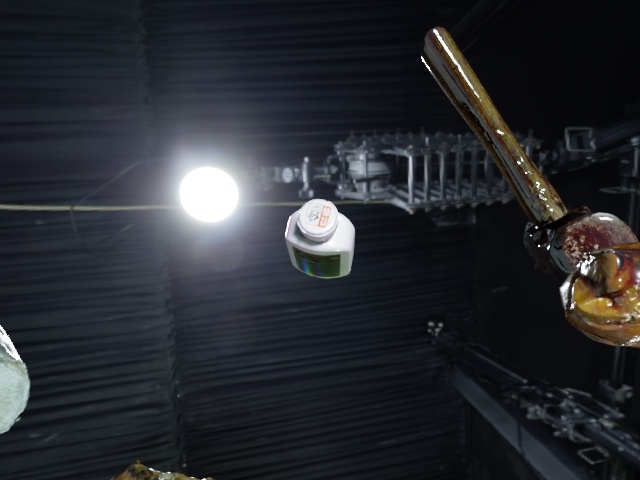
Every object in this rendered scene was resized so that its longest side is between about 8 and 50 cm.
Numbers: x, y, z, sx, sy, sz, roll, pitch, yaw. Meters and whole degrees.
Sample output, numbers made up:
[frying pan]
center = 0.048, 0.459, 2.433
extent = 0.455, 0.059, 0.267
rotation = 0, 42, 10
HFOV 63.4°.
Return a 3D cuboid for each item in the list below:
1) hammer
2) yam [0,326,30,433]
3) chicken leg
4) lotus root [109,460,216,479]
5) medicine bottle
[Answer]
[hammer]
center = 0.264, -0.119, 0.741
extent = 0.409, 0.095, 0.242
rotation = 55, 11, 2
[yam]
center = -0.329, 0.079, 0.424
extent = 0.194, 0.107, 0.107
rotation = 36, -38, 24
[chicken leg]
center = 0.351, 0.016, 0.429
extent = 0.113, 0.304, 0.093
rotation = 76, -4, -70
[lotus root]
center = -0.219, 0.422, 0.572
extent = 0.142, 0.210, 0.314
rotation = -128, -125, -75
[medicine bottle]
center = 0.000, 0.000, 0.897
extent = 0.219, 0.115, 0.078
rotation = 83, 18, -70
